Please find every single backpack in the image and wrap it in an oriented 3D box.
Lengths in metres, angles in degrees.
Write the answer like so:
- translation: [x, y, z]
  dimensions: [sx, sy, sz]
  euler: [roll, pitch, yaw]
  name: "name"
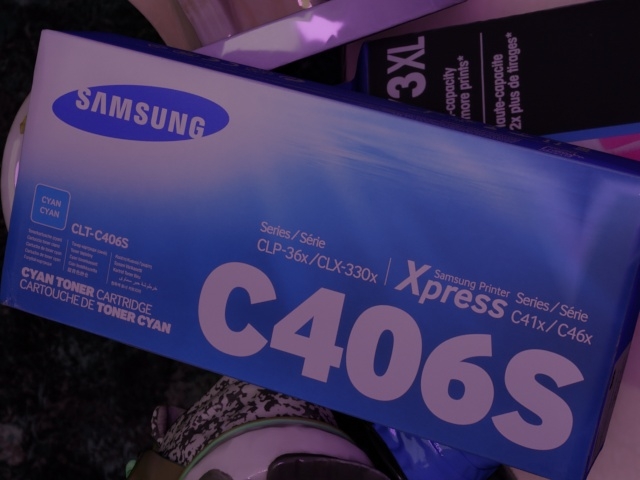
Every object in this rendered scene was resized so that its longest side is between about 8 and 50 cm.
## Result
- translation: [0.075, 0.101, 0.859]
  dimensions: [0.101, 0.098, 0.120]
  euler: [-36, 72, 21]
  name: "backpack"

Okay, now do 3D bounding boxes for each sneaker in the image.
- translation: [-0.103, 0.213, 0.964]
  dimensions: [0.410, 0.158, 0.182]
  euler: [-44, 33, 30]
  name: "sneaker"

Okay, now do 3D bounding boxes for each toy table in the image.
- translation: [-0.058, -0.184, 0.874]
  dimensions: [0.274, 0.252, 0.161]
  euler: [-19, 97, 13]
  name: "toy table"

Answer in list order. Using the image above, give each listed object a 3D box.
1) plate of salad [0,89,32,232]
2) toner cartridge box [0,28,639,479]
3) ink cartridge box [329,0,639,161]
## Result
- translation: [-0.176, -0.047, 1.031]
  dimensions: [0.200, 0.048, 0.200]
  euler: [0, 90, 30]
  name: "plate of salad"
- translation: [0.000, 0.000, 0.741]
  dimensions: [0.348, 0.075, 0.165]
  euler: [15, 101, 17]
  name: "toner cartridge box"
- translation: [0.131, -0.046, 0.796]
  dimensions: [0.371, 0.069, 0.175]
  euler: [-8, 70, 22]
  name: "ink cartridge box"
